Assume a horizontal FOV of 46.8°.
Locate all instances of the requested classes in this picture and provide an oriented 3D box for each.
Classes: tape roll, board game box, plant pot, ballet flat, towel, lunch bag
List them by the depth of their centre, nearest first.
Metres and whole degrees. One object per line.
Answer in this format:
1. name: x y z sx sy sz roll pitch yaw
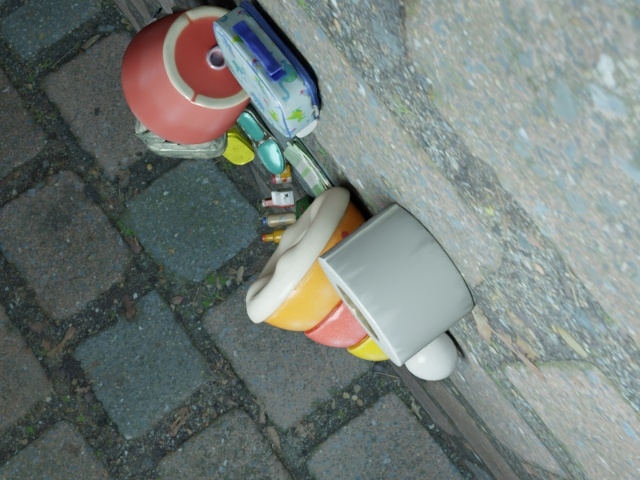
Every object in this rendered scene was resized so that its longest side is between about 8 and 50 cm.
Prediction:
1. lunch bag: -0.091 -0.295 1.287 0.219 0.090 0.176 52 175 15
2. tape roll: 0.132 0.079 1.327 0.246 0.169 0.246 52 174 7
3. plant pot: -0.243 -0.340 1.483 0.275 0.275 0.243 55 160 -15
4. lunch bag: -0.321 -0.354 1.715 0.256 0.212 0.305 153 119 -85
5. towel: 0.013 -0.102 1.832 0.325 0.038 0.248 54 175 -3
6. ballet flat: -0.157 -0.283 2.054 0.213 0.072 0.068 57 -159 -21
7. board game box: 0.000 0.000 2.083 0.213 0.046 0.317 59 -175 -13

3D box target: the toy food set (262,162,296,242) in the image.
1. toy food set: -0.129 -0.114 2.162 0.111 0.104 0.232 -98 2 -68

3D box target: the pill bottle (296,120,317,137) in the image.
1. pill bottle: -0.059 -0.253 1.399 0.116 0.065 0.065 51 174 16

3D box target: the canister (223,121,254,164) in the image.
1. canister: -0.246 -0.316 2.078 0.126 0.073 0.170 39 -145 -51

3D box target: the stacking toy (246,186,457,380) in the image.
1. stacking toy: 0.111 0.141 1.633 0.480 0.351 0.350 35 177 -9
